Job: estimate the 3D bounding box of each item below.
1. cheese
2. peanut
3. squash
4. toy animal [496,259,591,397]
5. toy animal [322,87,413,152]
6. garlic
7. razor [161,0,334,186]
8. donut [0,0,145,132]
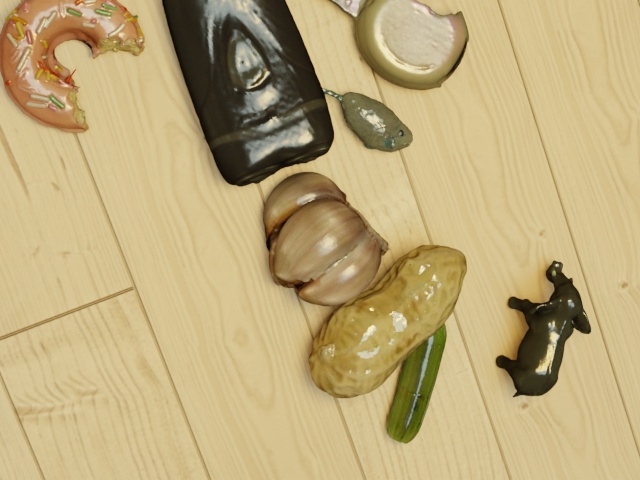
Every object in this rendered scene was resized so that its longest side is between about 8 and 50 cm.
[{"bbox_3d":[0.105,-0.366,1.649,0.286,0.082,0.163,34,87,-12],"label":"cheese"},{"bbox_3d":[0.110,0.127,1.654,0.325,0.140,0.153,-46,129,10],"label":"peanut"},{"bbox_3d":[0.167,0.235,1.731,0.066,0.066,0.229,15,93,-13],"label":"squash"},{"bbox_3d":[0.387,0.157,1.725,0.114,0.146,0.245,7,93,-11],"label":"toy animal"},{"bbox_3d":[0.039,-0.213,1.661,0.252,0.070,0.079,21,74,-10],"label":"toy animal"},{"bbox_3d":[0.000,0.000,1.625,0.191,0.160,0.214,-37,104,-11],"label":"garlic"},{"bbox_3d":[-0.113,-0.270,1.590,0.204,0.113,0.349,-19,94,1],"label":"razor"},{"bbox_3d":[-0.396,-0.294,1.552,0.199,0.085,0.233,33,87,-12],"label":"donut"}]
